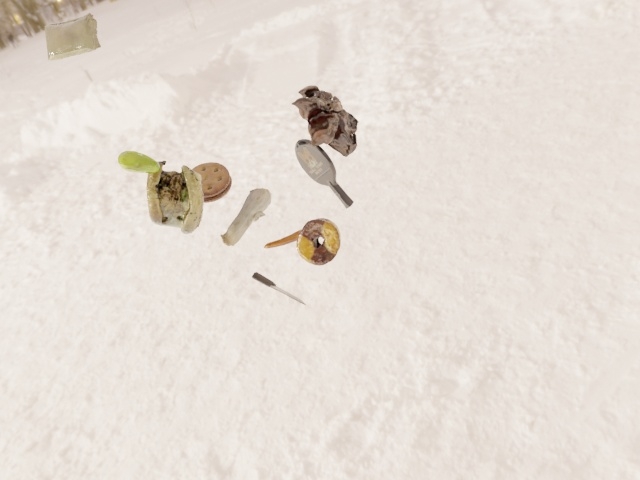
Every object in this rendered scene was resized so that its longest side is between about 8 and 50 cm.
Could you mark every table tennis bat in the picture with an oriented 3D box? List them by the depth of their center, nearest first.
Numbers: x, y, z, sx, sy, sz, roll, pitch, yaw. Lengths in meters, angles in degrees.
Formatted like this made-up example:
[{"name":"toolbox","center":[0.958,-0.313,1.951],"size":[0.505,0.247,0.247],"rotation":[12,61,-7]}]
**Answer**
[{"name":"table tennis bat","center":[0.012,-0.188,1.283],"size":[0.027,0.236,0.150],"rotation":[-43,8,-23]}]

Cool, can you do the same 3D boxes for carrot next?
[{"name":"carrot","center":[-0.143,0.000,1.807],"size":[0.190,0.037,0.037],"rotation":[-21,33,12]}]

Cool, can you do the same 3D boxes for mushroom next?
[{"name":"mushroom","center":[-0.291,-0.095,1.787],"size":[0.278,0.099,0.096],"rotation":[-55,27,-13]}]

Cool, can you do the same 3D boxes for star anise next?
[{"name":"star anise","center":[0.025,-0.320,1.204],"size":[0.098,0.214,0.220],"rotation":[-32,17,33]}]

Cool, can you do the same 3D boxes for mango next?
[{"name":"mango","center":[-0.489,-0.208,1.229],"size":[0.108,0.056,0.073],"rotation":[13,-1,-23]}]

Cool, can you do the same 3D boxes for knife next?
[{"name":"knife","center":[-0.148,0.174,1.611],"size":[0.230,0.060,0.028],"rotation":[28,91,14]}]

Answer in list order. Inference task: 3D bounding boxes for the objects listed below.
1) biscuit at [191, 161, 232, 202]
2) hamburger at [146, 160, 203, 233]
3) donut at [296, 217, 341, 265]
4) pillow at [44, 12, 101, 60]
[{"name":"biscuit","center":[-0.512,-0.266,2.074],"size":[0.220,0.066,0.221],"rotation":[-3,52,4]},{"name":"hamburger","center":[-0.462,-0.124,1.458],"size":[0.167,0.193,0.288],"rotation":[-1,-10,-16]},{"name":"donut","center":[0.000,0.000,1.699],"size":[0.166,0.184,0.073],"rotation":[21,26,12]},{"name":"pillow","center":[-0.793,-0.646,1.450],"size":[0.207,0.119,0.053],"rotation":[-5,-4,18]}]
